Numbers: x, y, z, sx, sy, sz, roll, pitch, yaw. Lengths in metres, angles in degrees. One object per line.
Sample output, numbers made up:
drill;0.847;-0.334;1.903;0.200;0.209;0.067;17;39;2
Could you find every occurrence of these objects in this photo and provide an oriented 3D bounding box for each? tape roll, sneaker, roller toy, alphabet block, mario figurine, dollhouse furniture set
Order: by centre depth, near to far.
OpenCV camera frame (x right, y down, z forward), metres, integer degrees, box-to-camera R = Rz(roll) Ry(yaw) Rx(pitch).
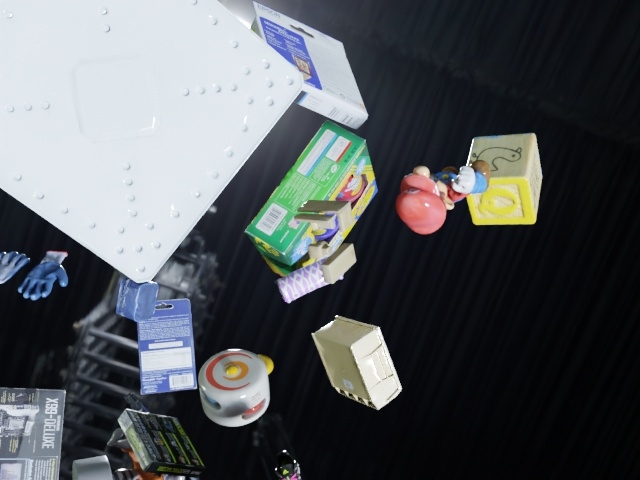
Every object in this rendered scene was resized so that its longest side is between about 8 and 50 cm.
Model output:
tape roll;-0.497;0.590;1.673;0.072;0.219;0.219;-5;-158;-23
mario figurine;0.277;-0.139;1.769;0.170;0.198;0.321;45;-144;14
sneaker;-0.073;0.571;1.811;0.170;0.063;0.074;-112;-1;-53
dollhouse furniture set;0.000;0.000;1.849;0.123;0.151;0.144;5;-150;34
roller toy;-0.237;0.403;2.111;0.210;0.146;0.191;-1;-144;0
alphabet block;0.542;-0.179;2.250;0.193;0.197;0.193;-2;136;26

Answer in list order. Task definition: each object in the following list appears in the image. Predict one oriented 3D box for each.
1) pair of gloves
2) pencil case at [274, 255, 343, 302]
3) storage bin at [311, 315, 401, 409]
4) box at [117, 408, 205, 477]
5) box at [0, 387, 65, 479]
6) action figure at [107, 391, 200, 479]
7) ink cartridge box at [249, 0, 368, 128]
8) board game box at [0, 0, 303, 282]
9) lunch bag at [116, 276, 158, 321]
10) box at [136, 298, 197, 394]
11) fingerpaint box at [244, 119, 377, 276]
pair of gloves;-0.610;0.070;1.562;0.198;0.023;0.159;2;-145;3
pencil case;-0.033;0.121;2.318;0.088;0.206;0.086;69;177;-49
storage bin;0.123;0.415;2.594;0.123;0.260;0.262;-29;-162;-26
box;-0.411;0.525;1.967;0.184;0.045;0.190;30;-168;-49
box;-0.589;0.413;1.338;0.243;0.307;0.076;7;157;-24
action figure;-0.520;0.609;2.183;0.341;0.178;0.330;48;177;17
ink cartridge box;-0.041;-0.455;1.969;0.304;0.072;0.307;16;-140;-34
board game box;-0.289;-0.201;1.080;0.390;0.390;0.050;38;-179;-16
lunch bag;-0.401;0.122;1.654;0.065;0.098;0.067;14;-174;28
box;-0.384;0.261;1.889;0.137;0.225;0.036;-3;174;-15
fingerpaint box;-0.010;-0.100;2.469;0.163;0.444;0.371;31;166;20
